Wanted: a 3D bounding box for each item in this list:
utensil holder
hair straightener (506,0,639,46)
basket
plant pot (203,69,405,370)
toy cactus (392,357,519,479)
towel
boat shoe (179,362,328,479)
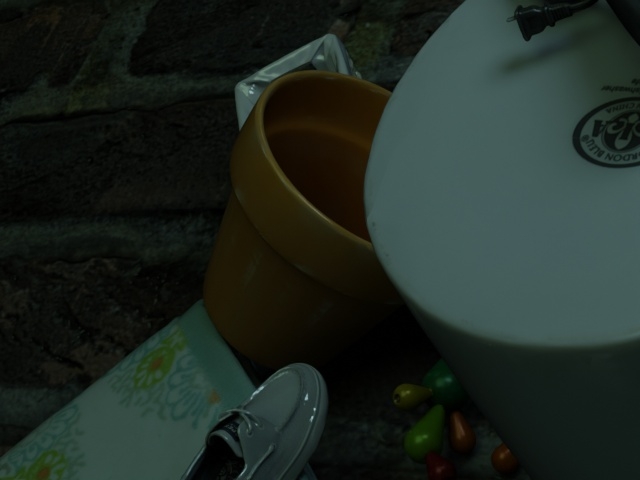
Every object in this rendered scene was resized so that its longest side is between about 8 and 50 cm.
[{"bbox_3d":[0.242,0.044,0.873,0.328,0.385,0.327,-21,44,21],"label":"utensil holder"},{"bbox_3d":[0.127,-0.150,0.802,0.089,0.047,0.230,-35,40,4],"label":"hair straightener"},{"bbox_3d":[0.000,-0.086,1.390,0.113,0.103,0.167,-27,41,14],"label":"basket"},{"bbox_3d":[0.000,0.000,1.229,0.188,0.205,0.205,-55,28,37],"label":"plant pot"},{"bbox_3d":[0.124,0.076,1.164,0.219,0.112,0.180,-53,32,-3],"label":"toy cactus"},{"bbox_3d":[-0.148,0.250,1.203,0.320,0.090,0.374,-36,40,2],"label":"towel"},{"bbox_3d":[-0.060,0.156,1.114,0.066,0.063,0.184,20,62,39],"label":"boat shoe"}]
